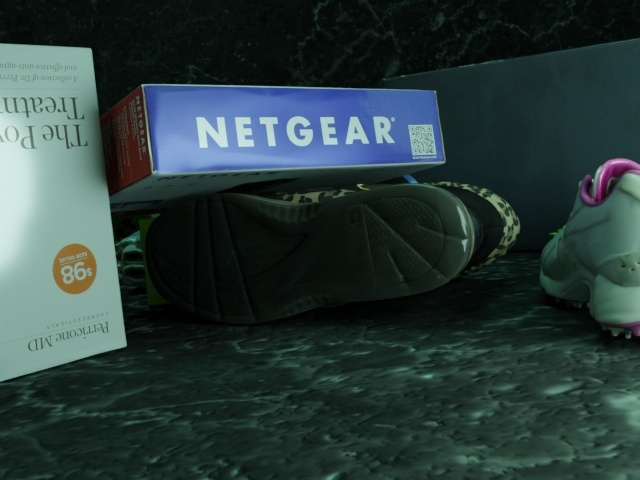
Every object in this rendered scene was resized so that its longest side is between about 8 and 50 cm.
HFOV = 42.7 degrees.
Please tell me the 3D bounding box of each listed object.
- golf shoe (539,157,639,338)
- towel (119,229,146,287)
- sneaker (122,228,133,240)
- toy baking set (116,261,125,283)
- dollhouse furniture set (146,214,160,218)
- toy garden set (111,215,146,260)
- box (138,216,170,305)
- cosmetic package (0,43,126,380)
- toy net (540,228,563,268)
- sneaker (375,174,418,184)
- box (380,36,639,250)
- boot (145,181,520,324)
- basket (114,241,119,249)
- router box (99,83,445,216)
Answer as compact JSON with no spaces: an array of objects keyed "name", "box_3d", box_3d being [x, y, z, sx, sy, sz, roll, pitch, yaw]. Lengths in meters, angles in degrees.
[{"name":"golf shoe","box_3d":[0.266,-0.003,0.726,0.115,0.140,0.306,-6,4,1]},{"name":"towel","box_3d":[-0.093,-0.014,1.257,0.321,0.090,0.374,-7,12,16]},{"name":"sneaker","box_3d":[-0.328,-0.029,1.710,0.153,0.101,0.268,-2,8,1]},{"name":"toy baking set","box_3d":[-0.349,0.047,1.323,0.197,0.030,0.256,-5,5,9]},{"name":"dollhouse furniture set","box_3d":[-0.179,-0.035,1.137,0.144,0.123,0.151,-15,-23,-23]},{"name":"toy garden set","box_3d":[-0.283,-0.023,1.439,0.244,0.049,0.204,-25,-21,-51]},{"name":"box","box_3d":[-0.131,0.018,1.020,0.178,0.109,0.042,-7,2,-13]},{"name":"cosmetic package","box_3d":[-0.348,-0.013,0.647,0.097,0.284,0.377,2,9,41]},{"name":"toy net","box_3d":[0.388,0.009,0.986,0.232,0.045,0.122,-1,5,25]},{"name":"sneaker","box_3d":[0.114,-0.036,1.214,0.091,0.081,0.232,-12,30,-18]},{"name":"box","box_3d":[0.432,-0.153,1.344,0.480,0.297,0.472,-1,9,39]},{"name":"boot","box_3d":[0.025,0.001,0.921,0.378,0.138,0.284,-9,0,29]},{"name":"basket","box_3d":[-0.640,-0.106,1.706,0.331,0.328,0.266,-1,11,36]},{"name":"router box","box_3d":[-0.089,-0.091,0.904,0.336,0.082,0.301,-6,-3,-32]}]
